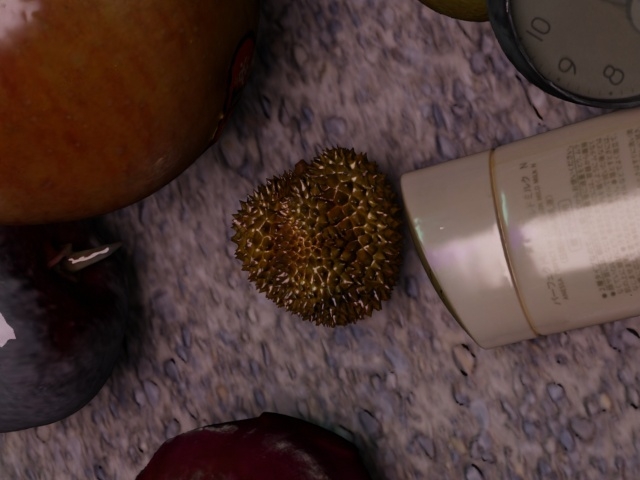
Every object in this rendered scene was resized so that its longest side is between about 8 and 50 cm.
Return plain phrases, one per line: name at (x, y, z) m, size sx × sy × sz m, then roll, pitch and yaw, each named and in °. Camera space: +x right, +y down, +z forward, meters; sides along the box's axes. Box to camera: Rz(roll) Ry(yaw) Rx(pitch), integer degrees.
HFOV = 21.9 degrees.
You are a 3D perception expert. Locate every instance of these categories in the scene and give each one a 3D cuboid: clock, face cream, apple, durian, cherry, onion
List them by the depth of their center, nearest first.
clock at (0.240, -0.211, 1.337) m, size 0.215 × 0.042 × 0.215 m, roll -3°, pitch 105°, yaw -12°
face cream at (0.244, -0.018, 1.392) m, size 0.348 × 0.081 × 0.174 m, roll -16°, pitch 84°, yaw 23°
apple at (-0.242, -0.215, 1.415) m, size 0.400 × 0.400 × 0.334 m, roll 26°, pitch 140°, yaw 19°
durian at (0.000, 0.000, 1.474) m, size 0.158 × 0.137 × 0.168 m, roll 1°, pitch 109°, yaw 49°
onion at (-0.073, 0.254, 1.482) m, size 0.207 × 0.216 × 0.206 m, roll 28°, pitch 101°, yaw 26°
cherry at (-0.303, 0.057, 1.560) m, size 0.296 × 0.218 × 0.255 m, roll -28°, pitch 87°, yaw 36°

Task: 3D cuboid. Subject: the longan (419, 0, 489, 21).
longan at (0.122, -0.254, 1.407) m, size 0.145 × 0.176 × 0.155 m, roll -17°, pitch 62°, yaw -18°
